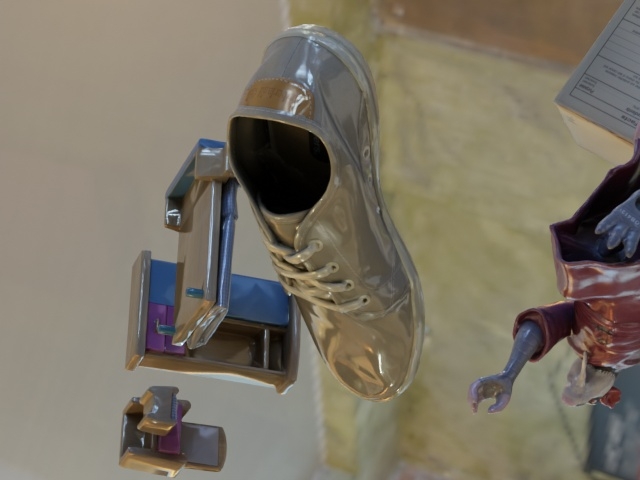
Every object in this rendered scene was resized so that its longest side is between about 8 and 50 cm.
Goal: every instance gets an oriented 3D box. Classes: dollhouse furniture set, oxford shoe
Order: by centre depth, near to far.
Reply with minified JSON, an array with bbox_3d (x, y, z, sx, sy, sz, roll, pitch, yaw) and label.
[{"bbox_3d":[0.000,0.000,1.640,0.130,0.169,0.449,-51,-38,-39],"label":"oxford shoe"},{"bbox_3d":[-0.082,0.083,1.807,0.303,0.198,0.286,128,147,-56],"label":"dollhouse furniture set"}]

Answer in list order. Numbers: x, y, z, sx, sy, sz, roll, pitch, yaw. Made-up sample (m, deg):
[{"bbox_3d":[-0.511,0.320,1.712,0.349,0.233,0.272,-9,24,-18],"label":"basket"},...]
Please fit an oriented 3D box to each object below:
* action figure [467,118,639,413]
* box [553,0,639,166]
[{"bbox_3d":[0.296,0.047,1.653,0.370,0.248,0.275,98,-176,-58],"label":"action figure"},{"bbox_3d":[0.413,-0.224,1.831,0.311,0.148,0.121,-53,-30,-5],"label":"box"}]
